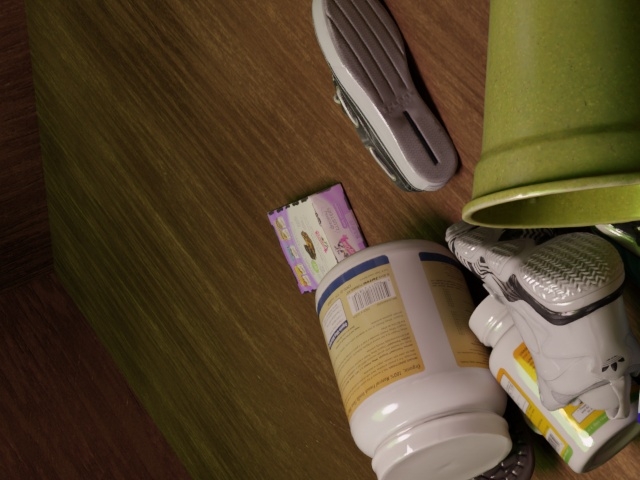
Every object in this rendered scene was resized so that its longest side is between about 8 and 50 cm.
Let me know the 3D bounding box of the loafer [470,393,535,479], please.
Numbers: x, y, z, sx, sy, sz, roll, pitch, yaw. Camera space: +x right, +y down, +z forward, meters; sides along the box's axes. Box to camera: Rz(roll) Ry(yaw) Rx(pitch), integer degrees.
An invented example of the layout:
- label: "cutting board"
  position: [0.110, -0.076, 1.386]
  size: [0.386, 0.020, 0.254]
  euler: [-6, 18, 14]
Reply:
- label: "loafer"
  position: [0.222, 0.261, 1.777]
  size: [0.366, 0.134, 0.130]
  euler: [55, 180, 41]

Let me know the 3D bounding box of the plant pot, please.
- label: "plant pot"
  position: [0.272, -0.156, 1.136]
  size: [0.276, 0.276, 0.254]
  euler: [162, 107, -64]

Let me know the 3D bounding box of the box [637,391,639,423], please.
- label: "box"
  position: [0.445, 0.181, 1.316]
  size: [0.126, 0.072, 0.137]
  euler: [36, 143, 46]

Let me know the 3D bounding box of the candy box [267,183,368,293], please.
- label: "candy box"
  position: [0.000, 0.000, 1.995]
  size: [0.196, 0.070, 0.165]
  euler: [-16, 98, 65]

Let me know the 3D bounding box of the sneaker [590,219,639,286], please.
- label: "sneaker"
  position: [0.401, 0.025, 1.267]
  size: [0.275, 0.107, 0.110]
  euler: [52, 170, 36]

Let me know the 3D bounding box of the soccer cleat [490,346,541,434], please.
- label: "soccer cleat"
  position: [0.291, 0.184, 1.623]
  size: [0.196, 0.068, 0.076]
  euler: [70, 160, 5]

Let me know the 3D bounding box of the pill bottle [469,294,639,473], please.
- label: "pill bottle"
  position: [0.310, 0.171, 1.486]
  size: [0.245, 0.136, 0.136]
  euler: [51, 151, 27]

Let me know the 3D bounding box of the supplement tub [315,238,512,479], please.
- label: "supplement tub"
  position: [0.134, 0.181, 1.628]
  size: [0.228, 0.228, 0.316]
  euler: [106, 153, -54]

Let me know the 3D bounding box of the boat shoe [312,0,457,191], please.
- label: "boat shoe"
  position: [0.069, -0.210, 1.621]
  size: [0.119, 0.121, 0.335]
  euler: [-24, 93, 60]

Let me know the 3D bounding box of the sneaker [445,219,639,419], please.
- label: "sneaker"
  position: [0.271, 0.081, 1.387]
  size: [0.366, 0.137, 0.210]
  euler: [-137, 26, -71]
